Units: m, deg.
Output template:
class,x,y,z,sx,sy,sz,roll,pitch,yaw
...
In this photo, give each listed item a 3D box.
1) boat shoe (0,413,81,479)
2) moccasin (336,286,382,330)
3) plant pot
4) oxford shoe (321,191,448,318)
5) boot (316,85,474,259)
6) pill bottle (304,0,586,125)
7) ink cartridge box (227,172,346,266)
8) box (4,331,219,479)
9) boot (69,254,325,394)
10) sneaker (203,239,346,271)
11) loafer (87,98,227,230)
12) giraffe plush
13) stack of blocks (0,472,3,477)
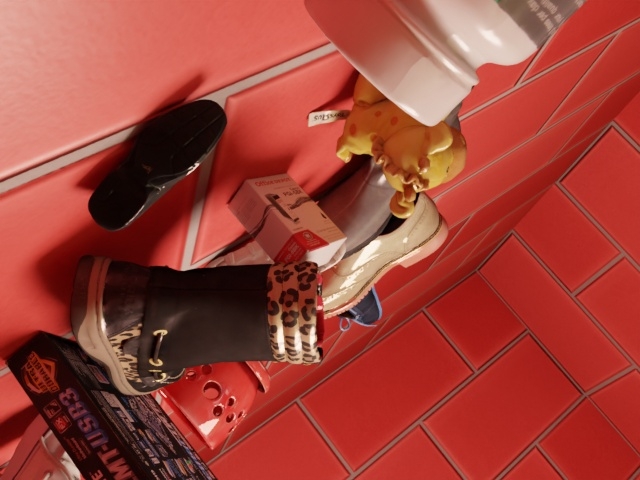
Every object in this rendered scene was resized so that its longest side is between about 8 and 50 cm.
class,x,y,z,sx,sy,sz,roll,pitch,yaw
boat shoe,-0.398,0.388,1.076,0.136,0.156,0.367,91,21,-44
moccasin,0.064,0.129,1.763,0.116,0.138,0.342,-33,150,-5
plant pot,-0.203,0.262,1.361,0.174,0.191,0.191,-42,166,-18
oxford shoe,0.063,0.023,1.483,0.397,0.140,0.146,-35,134,1
boot,0.091,-0.125,1.134,0.338,0.118,0.223,-43,158,-11
pill bottle,0.166,-0.285,0.623,0.361,0.204,0.204,-45,164,20
ink cartridge box,-0.046,-0.025,0.998,0.099,0.135,0.056,-18,151,-54
box,-0.270,0.275,1.022,0.073,0.295,0.293,-40,166,-7
boot,-0.136,0.117,0.957,0.284,0.138,0.377,-1,155,1
sneaker,-0.069,0.035,1.146,0.234,0.090,0.095,-17,167,12
loafer,-0.162,-0.080,0.736,0.170,0.062,0.061,-38,-173,8
giraffe plush,0.114,-0.133,0.916,0.210,0.171,0.181,-25,141,-10
stack of blocks,-0.538,0.437,1.112,0.297,0.087,0.171,30,79,-74
